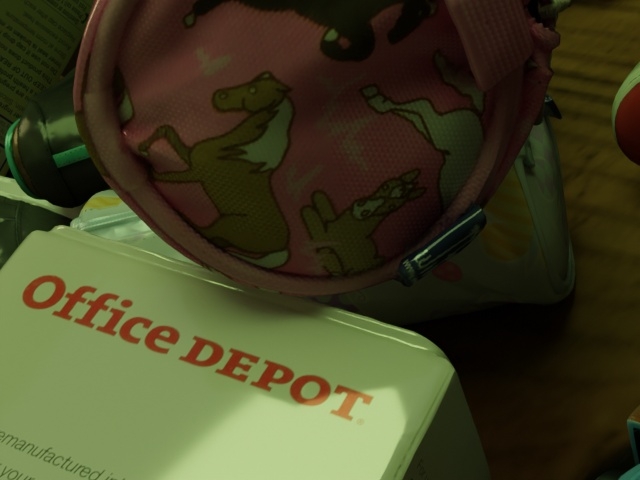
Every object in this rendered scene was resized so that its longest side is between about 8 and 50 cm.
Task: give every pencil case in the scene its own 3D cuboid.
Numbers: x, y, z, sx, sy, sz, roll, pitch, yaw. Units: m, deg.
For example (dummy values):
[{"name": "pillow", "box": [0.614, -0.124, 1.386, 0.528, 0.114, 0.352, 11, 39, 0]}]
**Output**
[{"name": "pencil case", "box": [0.000, 0.000, 0.680, 0.273, 0.124, 0.114, -13, 70, 23]}, {"name": "pencil case", "box": [-0.001, -0.118, 0.586, 0.160, 0.167, 0.386, -60, 12, 19]}]

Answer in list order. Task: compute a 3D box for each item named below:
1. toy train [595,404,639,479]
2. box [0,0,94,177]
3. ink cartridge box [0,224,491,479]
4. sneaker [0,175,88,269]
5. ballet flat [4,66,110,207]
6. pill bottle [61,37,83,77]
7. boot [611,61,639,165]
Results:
[{"name": "toy train", "box": [0.185, 0.102, 0.445, 0.184, 0.080, 0.105, 11, 42, 44]}, {"name": "box", "box": [-0.325, -0.148, 1.023, 0.213, 0.117, 0.243, 20, 79, 40]}, {"name": "ink cartridge box", "box": [-0.087, 0.153, 0.454, 0.207, 0.117, 0.283, 16, 58, 29]}, {"name": "sneaker", "box": [-0.279, 0.022, 0.814, 0.295, 0.105, 0.147, 11, 43, 17]}, {"name": "ballet flat", "box": [-0.113, -0.102, 0.865, 0.096, 0.095, 0.280, -15, 24, 21]}, {"name": "pill bottle", "box": [-0.171, -0.236, 1.154, 0.108, 0.108, 0.193, 10, 47, 43]}, {"name": "boot", "box": [0.248, -0.033, 0.589, 0.244, 0.088, 0.176, -3, 40, 27]}]
